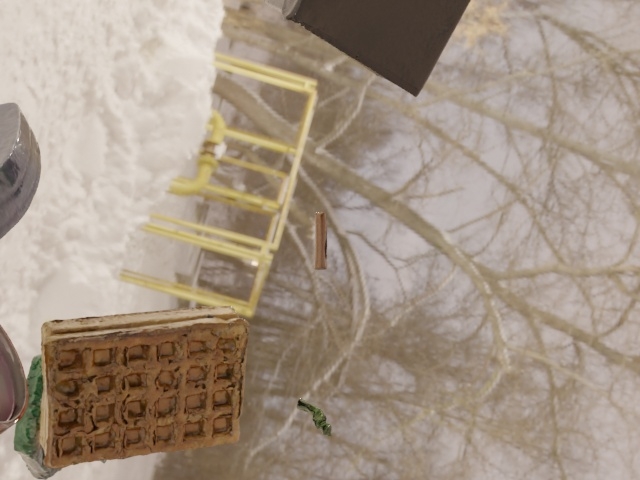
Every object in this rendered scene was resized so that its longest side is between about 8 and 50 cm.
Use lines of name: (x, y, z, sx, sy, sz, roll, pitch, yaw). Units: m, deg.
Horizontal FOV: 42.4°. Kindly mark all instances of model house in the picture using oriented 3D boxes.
model house: (-0.409, 0.362, 1.641, 0.267, 0.325, 0.194, 105, -11, -60)

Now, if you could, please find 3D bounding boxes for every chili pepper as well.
chili pepper: (-0.007, 0.272, 1.277, 0.027, 0.083, 0.022, -48, 141, -4)

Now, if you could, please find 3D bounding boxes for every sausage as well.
sausage: (0.000, 0.000, 1.585, 0.026, 0.026, 0.116, 120, -29, -73)

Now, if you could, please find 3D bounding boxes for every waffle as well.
waffle: (-0.266, 0.218, 1.249, 0.091, 0.308, 0.212, 27, -65, 60)

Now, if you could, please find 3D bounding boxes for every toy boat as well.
toy boat: (-0.410, -0.079, 0.999, 0.283, 0.127, 0.078, -111, -167, -56)

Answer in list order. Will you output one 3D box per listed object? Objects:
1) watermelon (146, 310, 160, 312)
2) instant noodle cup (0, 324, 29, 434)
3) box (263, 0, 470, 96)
watermelon: (-0.382, 0.266, 1.904, 0.212, 0.212, 0.212, -164, -90, -86)
instant noodle cup: (-0.484, 0.179, 0.970, 0.192, 0.250, 0.250, -31, -169, 5)
box: (0.107, -0.448, 1.310, 0.345, 0.251, 0.204, -60, -157, 8)
